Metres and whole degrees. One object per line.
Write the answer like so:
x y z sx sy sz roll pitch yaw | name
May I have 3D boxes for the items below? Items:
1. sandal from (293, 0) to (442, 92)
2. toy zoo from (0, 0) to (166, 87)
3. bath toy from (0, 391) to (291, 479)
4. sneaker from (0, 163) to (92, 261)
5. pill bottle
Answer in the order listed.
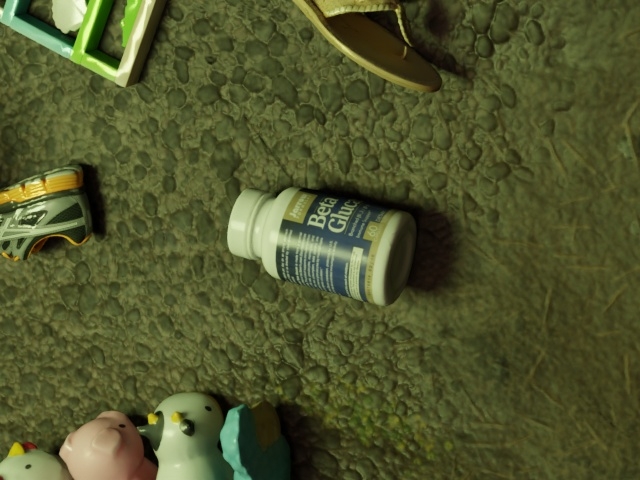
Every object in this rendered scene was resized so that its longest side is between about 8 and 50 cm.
0.026 -0.234 1.453 0.240 0.088 0.079 37 121 15 | sandal
-0.284 -0.305 1.595 0.293 0.030 0.192 29 113 13 | toy zoo
-0.210 0.244 1.659 0.348 0.129 0.151 -12 65 24 | bath toy
-0.337 -0.014 1.669 0.214 0.084 0.083 -16 102 25 | sneaker
0.000 0.000 1.522 0.169 0.094 0.094 14 109 19 | pill bottle
